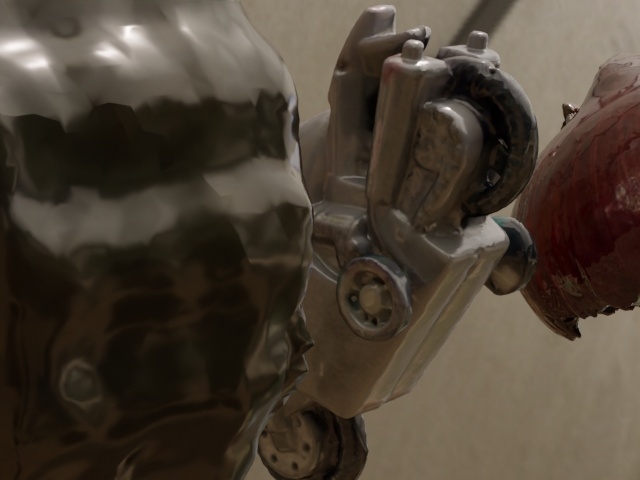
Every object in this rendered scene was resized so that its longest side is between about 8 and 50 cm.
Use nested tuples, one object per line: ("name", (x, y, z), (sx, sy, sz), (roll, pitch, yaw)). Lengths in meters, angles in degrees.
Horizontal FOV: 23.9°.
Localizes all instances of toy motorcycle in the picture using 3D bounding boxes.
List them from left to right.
("toy motorcycle", (0.000, 0.000, 0.739), (0.110, 0.171, 0.260), (-18, -37, -49))

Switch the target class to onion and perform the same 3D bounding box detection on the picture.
("onion", (0.220, -0.027, 0.843), (0.248, 0.248, 0.161), (-11, -76, 3))

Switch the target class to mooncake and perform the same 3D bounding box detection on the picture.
("mooncake", (-0.116, 0.003, 0.436), (0.124, 0.228, 0.228), (-9, -27, -47))
